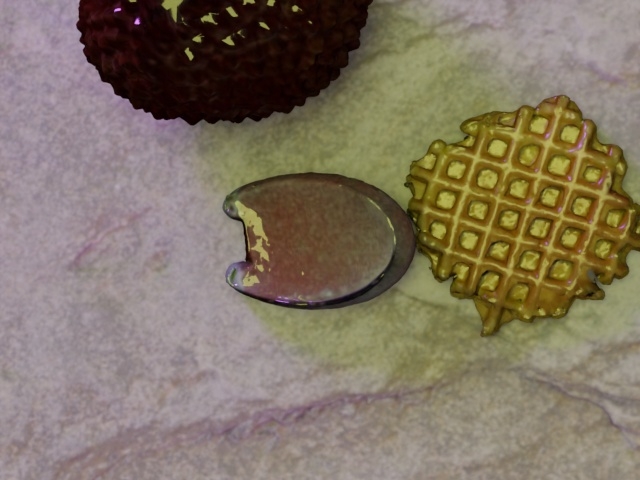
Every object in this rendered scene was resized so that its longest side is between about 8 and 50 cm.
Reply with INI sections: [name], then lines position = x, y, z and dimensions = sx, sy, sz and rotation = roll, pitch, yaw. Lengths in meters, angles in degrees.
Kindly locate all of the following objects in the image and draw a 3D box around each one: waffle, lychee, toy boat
[waffle]
position = 0.226, -0.030, 1.706
dimensions = 0.254, 0.052, 0.245
rotation = -25, 86, 8
[lychee]
position = -0.112, -0.268, 1.653
dimensions = 0.330, 0.306, 0.306
rotation = 20, 93, -18
[toy boat]
position = 0.000, 0.000, 1.739
dimensions = 0.227, 0.085, 0.155
rotation = 0, 92, 21
